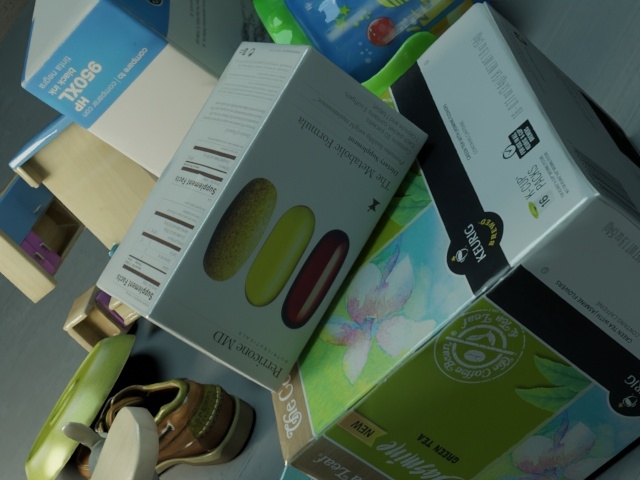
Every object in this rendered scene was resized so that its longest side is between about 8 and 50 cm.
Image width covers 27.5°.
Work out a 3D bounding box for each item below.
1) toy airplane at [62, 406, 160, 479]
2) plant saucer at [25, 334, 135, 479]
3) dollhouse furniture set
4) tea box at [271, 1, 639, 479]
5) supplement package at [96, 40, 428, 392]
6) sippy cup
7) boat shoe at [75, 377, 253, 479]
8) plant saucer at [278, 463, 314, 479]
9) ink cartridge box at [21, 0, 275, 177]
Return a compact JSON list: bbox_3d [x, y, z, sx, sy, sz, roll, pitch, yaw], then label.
[{"bbox_3d":[-0.260,0.386,1.320,0.386,0.272,0.385,-22,79,31],"label":"toy airplane"},{"bbox_3d":[-0.318,0.217,1.691,0.241,0.037,0.241,-55,11,16],"label":"plant saucer"},{"bbox_3d":[-0.275,-0.055,1.769,0.303,0.286,0.198,-35,19,29],"label":"dollhouse furniture set"},{"bbox_3d":[0.130,0.033,1.115,0.323,0.220,0.329,-45,30,19],"label":"tea box"},{"bbox_3d":[-0.049,-0.023,1.069,0.244,0.139,0.134,-60,28,-6],"label":"supplement package"},{"bbox_3d":[0.077,-0.258,1.531,0.224,0.240,0.305,-36,62,10],"label":"sippy cup"},{"bbox_3d":[-0.210,0.216,1.538,0.307,0.104,0.111,-25,41,42],"label":"boat shoe"},{"bbox_3d":[0.003,0.186,1.349,0.067,0.018,0.192,-11,49,51],"label":"plant saucer"},{"bbox_3d":[-0.150,-0.203,1.608,0.166,0.395,0.285,-43,30,23],"label":"ink cartridge box"}]
